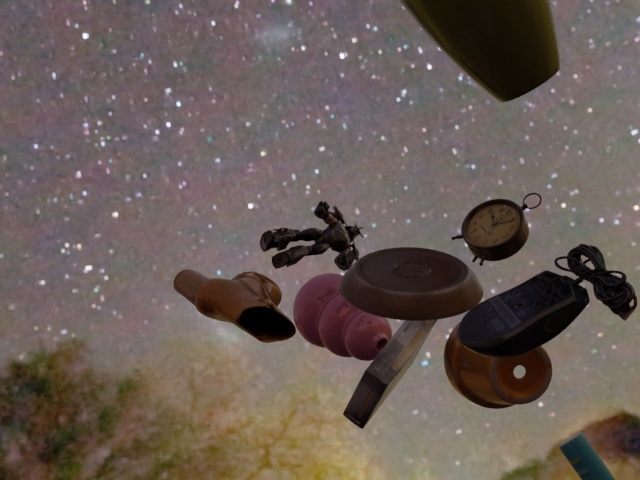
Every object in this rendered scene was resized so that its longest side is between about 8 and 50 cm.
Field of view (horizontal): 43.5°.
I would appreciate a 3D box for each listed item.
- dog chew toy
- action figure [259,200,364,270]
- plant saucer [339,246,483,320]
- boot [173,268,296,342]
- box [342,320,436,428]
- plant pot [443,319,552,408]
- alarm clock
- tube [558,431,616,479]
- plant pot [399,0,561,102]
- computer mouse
[{"bbox_3d":[0.068,0.213,2.115,0.207,0.332,0.206,-11,-69,-30],"label":"dog chew toy"},{"bbox_3d":[0.000,0.000,1.967,0.285,0.185,0.099,-14,-26,-36],"label":"action figure"},{"bbox_3d":[0.106,0.044,0.939,0.169,0.168,0.029,-9,-66,-17],"label":"plant saucer"},{"bbox_3d":[-0.116,0.133,1.502,0.295,0.211,0.104,17,-83,-52],"label":"boot"},{"bbox_3d":[0.150,0.266,1.702,0.231,0.056,0.183,-44,-17,-41],"label":"box"},{"bbox_3d":[0.375,0.252,1.637,0.205,0.205,0.188,-14,2,-6],"label":"plant pot"},{"bbox_3d":[0.373,-0.031,1.632,0.192,0.129,0.064,-40,-48,1],"label":"alarm clock"},{"bbox_3d":[0.517,0.451,1.459,0.052,0.207,0.080,-28,-16,-22],"label":"tube"},{"bbox_3d":[0.335,-0.427,1.551,0.275,0.293,0.275,-32,12,8],"label":"plant pot"},{"bbox_3d":[0.353,0.120,1.282,0.272,0.188,0.072,-26,-63,5],"label":"computer mouse"}]
